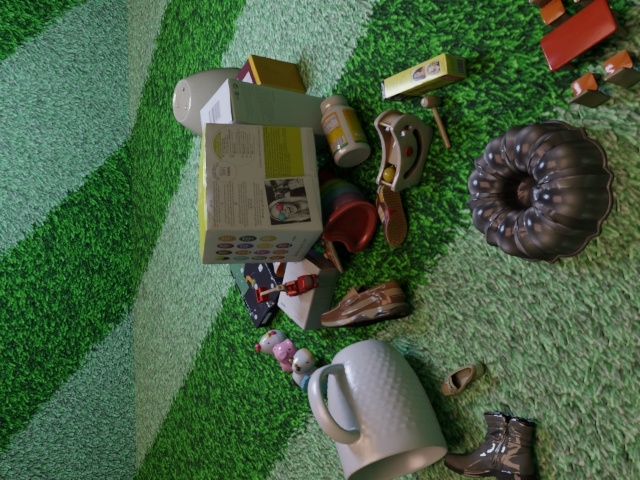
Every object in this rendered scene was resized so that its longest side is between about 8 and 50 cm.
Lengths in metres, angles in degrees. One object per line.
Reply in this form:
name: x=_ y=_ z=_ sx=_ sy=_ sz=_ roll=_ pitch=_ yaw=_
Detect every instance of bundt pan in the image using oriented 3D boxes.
bundt pan: x=0.460 y=-0.109 z=1.289 sx=0.331 sy=0.124 sz=0.330 roll=3 pitch=94 yaw=53

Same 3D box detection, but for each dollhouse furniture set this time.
dollhouse furniture set: x=0.556 y=-0.438 z=1.143 sx=0.259 sy=0.135 sz=0.261 roll=-33 pitch=66 yaw=48

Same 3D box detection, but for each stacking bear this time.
stacking bear: x=0.045 y=-0.121 z=1.804 sx=0.164 sy=0.176 sz=0.289 roll=-54 pitch=39 yaw=14

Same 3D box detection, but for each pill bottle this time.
pill bottle: x=0.070 y=-0.341 z=1.788 sx=0.117 sy=0.118 sz=0.208 roll=-42 pitch=60 yaw=45

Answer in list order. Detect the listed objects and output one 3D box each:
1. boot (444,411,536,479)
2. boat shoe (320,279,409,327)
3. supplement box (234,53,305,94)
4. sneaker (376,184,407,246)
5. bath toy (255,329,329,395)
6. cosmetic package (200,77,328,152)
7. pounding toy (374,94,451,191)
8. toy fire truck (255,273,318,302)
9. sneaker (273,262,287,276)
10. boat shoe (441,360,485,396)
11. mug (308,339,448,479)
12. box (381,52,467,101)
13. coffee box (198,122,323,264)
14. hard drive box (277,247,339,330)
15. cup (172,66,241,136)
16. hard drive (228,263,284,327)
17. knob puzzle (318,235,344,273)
boot: x=0.415 y=0.497 z=1.418 sx=0.247 sy=0.084 sz=0.161 roll=-10 pitch=76 yaw=46
boat shoe: x=0.131 y=0.193 z=1.741 sx=0.324 sy=0.123 sz=0.119 roll=-20 pitch=70 yaw=42
supplement box: x=-0.195 y=-0.534 z=2.062 sx=0.194 sy=0.192 sz=0.129 roll=-41 pitch=60 yaw=44
sneaker: x=0.203 y=-0.074 z=1.678 sx=0.084 sy=0.070 sz=0.185 roll=-162 pitch=66 yaw=-77
bath toy: x=-0.109 y=0.417 z=2.037 sx=0.348 sy=0.129 sz=0.151 roll=31 pitch=115 yaw=48
cosmetic package: x=-0.167 y=-0.376 z=1.875 sx=0.217 sy=0.385 sz=0.156 roll=-30 pitch=64 yaw=52
pounding toy: x=0.239 y=-0.258 z=1.542 sx=0.155 sy=0.154 sz=0.269 roll=32 pitch=116 yaw=47
toy fire truck: x=-0.110 y=0.155 z=1.876 sx=0.192 sy=0.135 sz=0.047 roll=-28 pitch=70 yaw=49
sneaker: x=-0.123 y=-0.002 z=2.070 sx=0.121 sy=0.099 sz=0.262 roll=54 pitch=130 yaw=42
boat shoe: x=0.358 y=0.360 z=1.495 sx=0.153 sy=0.048 sz=0.056 roll=-48 pitch=55 yaw=42
mug: x=0.122 y=0.442 z=1.545 sx=0.276 sy=0.374 sz=0.327 roll=-43 pitch=48 yaw=32
box: x=0.274 y=-0.433 z=1.550 sx=0.232 sy=0.088 sz=0.058 roll=-9 pitch=86 yaw=51
coffee box: x=-0.202 y=-0.132 z=1.785 sx=0.337 sy=0.335 sz=0.337 roll=125 pitch=142 yaw=-67
hard drive box: x=-0.045 y=0.161 z=1.976 sx=0.181 sy=0.089 sz=0.232 roll=36 pitch=119 yaw=46
cup: x=-0.463 y=-0.560 z=2.373 sx=0.331 sy=0.237 sz=0.330 roll=2 pitch=92 yaw=53
hard drive: x=-0.246 y=0.138 z=2.256 sx=0.338 sy=0.064 sz=0.236 roll=58 pitch=133 yaw=32
knob puzzle: x=0.000 y=0.000 z=1.869 sx=0.213 sy=0.030 sz=0.213 roll=58 pitch=172 yaw=12
